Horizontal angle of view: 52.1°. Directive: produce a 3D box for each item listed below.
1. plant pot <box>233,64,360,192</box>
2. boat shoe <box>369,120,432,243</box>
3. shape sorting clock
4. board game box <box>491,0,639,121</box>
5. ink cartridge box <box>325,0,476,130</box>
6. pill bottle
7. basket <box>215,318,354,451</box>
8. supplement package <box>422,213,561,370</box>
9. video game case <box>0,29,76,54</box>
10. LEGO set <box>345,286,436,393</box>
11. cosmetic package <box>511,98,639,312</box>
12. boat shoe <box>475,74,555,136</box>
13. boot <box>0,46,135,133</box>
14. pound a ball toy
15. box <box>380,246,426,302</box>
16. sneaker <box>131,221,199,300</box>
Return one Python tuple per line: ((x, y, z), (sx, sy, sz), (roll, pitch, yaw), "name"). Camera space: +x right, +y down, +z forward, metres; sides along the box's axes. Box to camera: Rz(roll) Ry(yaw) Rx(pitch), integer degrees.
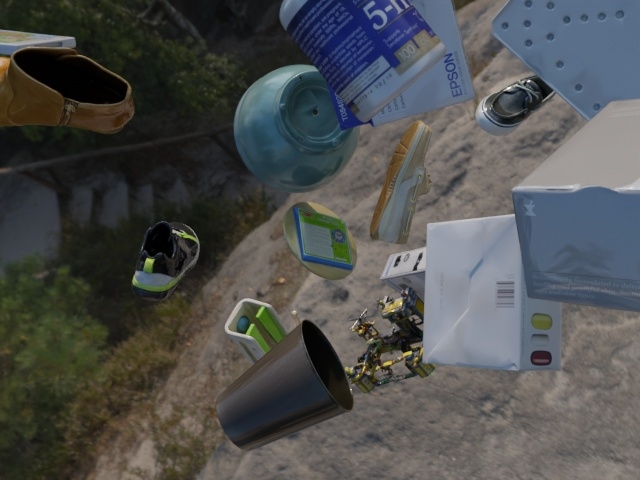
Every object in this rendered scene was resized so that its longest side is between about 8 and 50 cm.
((-0.033, -0.265, 1.457), (0.293, 0.293, 0.196), (-65, 13, -12), "plant pot")
((0.120, -0.075, 0.887), (0.063, 0.059, 0.170), (-117, 46, -75), "boat shoe")
((0.000, 0.000, 1.510), (0.040, 0.206, 0.206), (-37, 48, 43), "shape sorting clock")
((0.507, -0.316, 0.895), (0.390, 0.050, 0.390), (42, 109, 0), "board game box")
((0.098, -0.291, 0.986), (0.223, 0.223, 0.045), (-13, 19, 20), "ink cartridge box")
((0.026, -0.222, 0.647), (0.112, 0.112, 0.187), (-40, 96, 8), "pill bottle")
((-0.075, 0.296, 1.263), (0.226, 0.154, 0.204), (-35, 50, 12), "basket")
((0.312, 0.099, 1.190), (0.204, 0.145, 0.262), (-5, 79, 47), "supplement package")
((-0.645, -0.405, 1.329), (0.212, 0.193, 0.023), (9, 112, 11), "video game case")
((0.181, 0.279, 1.885), (0.331, 0.192, 0.255), (-23, 27, 47), "LEGO set")
((0.264, -0.041, 0.531), (0.127, 0.107, 0.238), (6, 32, 42), "cosmetic package")
((0.539, -0.389, 1.776), (0.121, 0.335, 0.119), (48, 141, 10), "boat shoe")
((-0.394, -0.212, 0.863), (0.211, 0.294, 0.104), (166, 113, -75), "boot")
((-0.158, 0.289, 2.024), (0.135, 0.319, 0.208), (10, 57, 29), "pound a ball toy")
((0.322, 0.101, 1.875), (0.290, 0.169, 0.087), (-17, 42, 59), "box")
((-0.248, 0.009, 1.088), (0.235, 0.084, 0.097), (-90, 11, -63), "sneaker")
